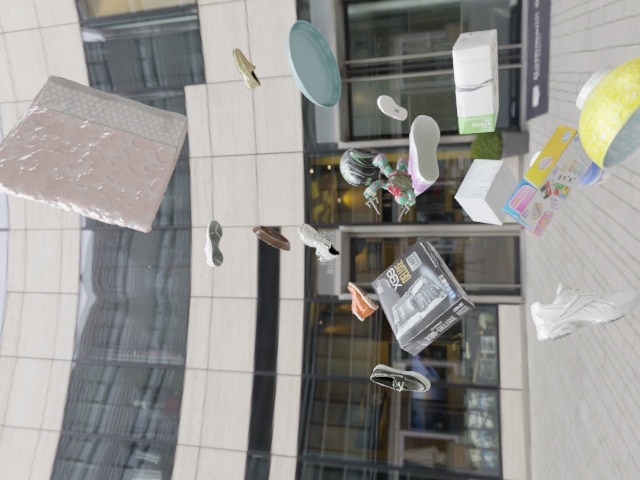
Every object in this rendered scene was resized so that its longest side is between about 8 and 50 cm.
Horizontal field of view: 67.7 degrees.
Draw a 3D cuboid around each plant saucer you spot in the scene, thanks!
[{"bbox_3d":[-0.183,-0.014,1.835,0.029,0.169,0.168,-60,-12,8],"label":"plant saucer"},{"bbox_3d":[-0.028,-0.631,1.733,0.318,0.044,0.317,23,-118,-51],"label":"plant saucer"}]

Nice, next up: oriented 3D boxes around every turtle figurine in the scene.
[{"bbox_3d":[0.228,-0.163,1.441,0.118,0.175,0.234,-47,32,41],"label":"turtle figurine"}]

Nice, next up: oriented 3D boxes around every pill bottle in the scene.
[{"bbox_3d":[0.960,-0.288,1.840,0.152,0.272,0.152,178,90,-74],"label":"pill bottle"}]

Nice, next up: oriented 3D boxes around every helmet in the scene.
[{"bbox_3d":[0.165,-0.313,2.033,0.169,0.162,0.169,-176,90,-80],"label":"helmet"}]

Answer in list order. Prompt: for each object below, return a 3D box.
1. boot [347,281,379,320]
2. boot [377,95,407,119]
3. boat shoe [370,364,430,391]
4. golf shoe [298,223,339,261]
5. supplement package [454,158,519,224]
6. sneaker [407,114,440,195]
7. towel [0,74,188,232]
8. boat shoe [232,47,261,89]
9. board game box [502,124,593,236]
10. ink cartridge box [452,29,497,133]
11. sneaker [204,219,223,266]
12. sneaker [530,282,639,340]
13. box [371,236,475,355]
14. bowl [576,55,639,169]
[{"bbox_3d":[0.127,0.209,1.657,0.059,0.084,0.158,32,-169,-40],"label":"boot"},{"bbox_3d":[0.285,-0.567,2.047,0.190,0.086,0.069,19,-85,-45],"label":"boot"},{"bbox_3d":[0.295,0.528,1.778,0.070,0.220,0.077,-40,-51,-52],"label":"boat shoe"},{"bbox_3d":[0.000,0.000,1.643,0.176,0.086,0.069,46,-128,-29],"label":"golf shoe"},{"bbox_3d":[0.719,-0.208,2.046,0.194,0.149,0.203,41,-106,-36],"label":"supplement package"},{"bbox_3d":[0.333,-0.288,1.657,0.161,0.102,0.282,121,160,-64],"label":"sneaker"},{"bbox_3d":[-0.487,-0.196,1.036,0.053,0.332,0.316,123,160,-58],"label":"towel"},{"bbox_3d":[-0.304,-0.727,2.010,0.190,0.072,0.068,61,-151,-51],"label":"boat shoe"},{"bbox_3d":[0.759,-0.188,1.583,0.242,0.064,0.316,22,-77,-47],"label":"board game box"},{"bbox_3d":[0.503,-0.509,1.532,0.198,0.115,0.272,-58,-38,-48],"label":"ink cartridge box"},{"bbox_3d":[-0.348,0.011,1.527,0.054,0.061,0.152,5,-102,-42],"label":"sneaker"},{"bbox_3d":[0.581,0.138,1.059,0.090,0.232,0.115,43,-152,-65],"label":"sneaker"},{"bbox_3d":[0.312,0.170,1.519,0.077,0.242,0.307,34,-159,-32],"label":"box"},{"bbox_3d":[0.723,-0.333,1.150,0.156,0.290,0.289,49,171,31],"label":"bowl"}]
